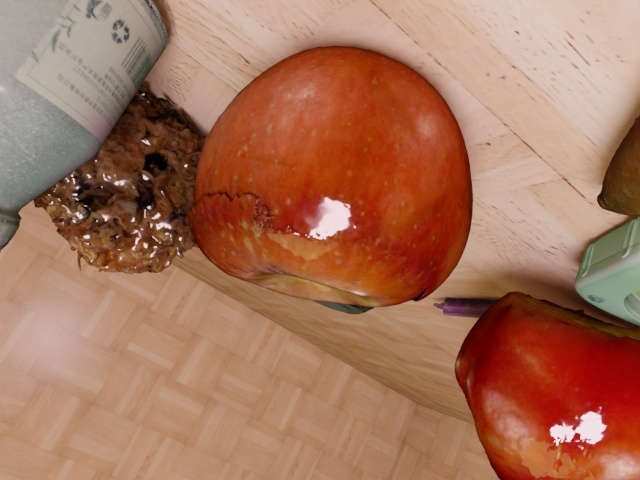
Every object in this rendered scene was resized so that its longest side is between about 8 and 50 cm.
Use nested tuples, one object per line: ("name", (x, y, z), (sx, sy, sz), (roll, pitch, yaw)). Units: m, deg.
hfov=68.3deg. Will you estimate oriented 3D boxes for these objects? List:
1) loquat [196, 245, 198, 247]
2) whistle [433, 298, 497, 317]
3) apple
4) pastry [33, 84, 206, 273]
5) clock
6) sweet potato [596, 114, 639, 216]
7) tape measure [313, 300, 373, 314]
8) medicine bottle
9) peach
("loquat", (-0.211, -0.054, 0.860), (0.163, 0.137, 0.163), (10, 153, 5))
("whistle", (0.263, 0.119, 0.822), (0.033, 0.033, 0.176), (34, 162, -20))
("apple", (0.013, -0.047, 0.440), (0.251, 0.207, 0.272), (16, 165, 1))
("pastry", (-0.266, -0.078, 0.670), (0.274, 0.275, 0.193), (32, 149, -14))
("clock", (0.353, 0.048, 0.435), (0.188, 0.060, 0.148), (25, 162, 6))
("sweet potato", (0.252, -0.076, 0.216), (0.108, 0.079, 0.346), (3, 170, -21))
("tape measure", (-0.001, 0.000, 0.705), (0.259, 0.138, 0.262), (23, 162, 19))
("medicine bottle", (-0.324, -0.153, 0.441), (0.244, 0.290, 0.245), (29, 170, 5))
("peach", (0.342, 0.171, 0.549), (0.338, 0.281, 0.281), (-19, 147, 12))
